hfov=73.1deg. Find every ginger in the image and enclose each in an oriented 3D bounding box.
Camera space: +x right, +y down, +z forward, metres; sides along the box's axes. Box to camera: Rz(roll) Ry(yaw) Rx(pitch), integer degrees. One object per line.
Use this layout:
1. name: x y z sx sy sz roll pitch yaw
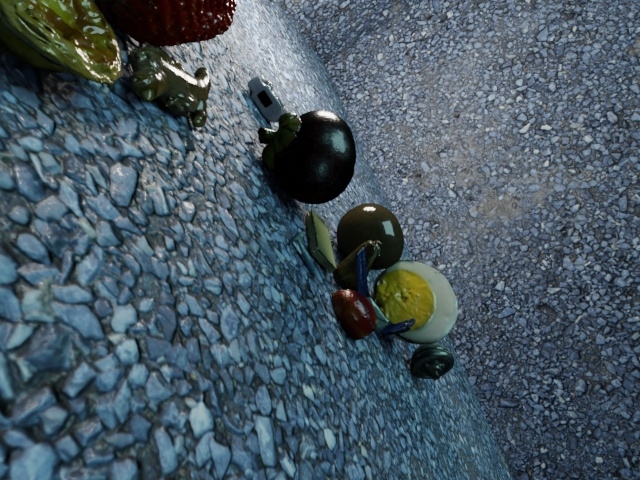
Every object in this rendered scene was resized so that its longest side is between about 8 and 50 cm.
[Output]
1. ginger: -0.322 -0.336 0.954 0.333 0.080 0.166 -32 109 -79

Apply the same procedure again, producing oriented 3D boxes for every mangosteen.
1. mangosteen: -0.034 -0.258 1.347 0.300 0.300 0.300 52 20 -29

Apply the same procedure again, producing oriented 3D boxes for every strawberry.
1. strawberry: -0.327 -0.585 0.945 0.351 0.267 0.312 -22 79 -54

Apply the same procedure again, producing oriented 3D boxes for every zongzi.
1. zongzi: 0.157 0.100 1.487 0.184 0.187 0.084 49 0 -40

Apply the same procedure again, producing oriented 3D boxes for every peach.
1. peach: 0.111 0.220 1.324 0.172 0.092 0.127 61 21 -12

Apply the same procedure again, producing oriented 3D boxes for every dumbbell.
1. dumbbell: 0.432 0.398 1.819 0.179 0.179 0.406 49 22 -36

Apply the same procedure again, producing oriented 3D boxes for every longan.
1. longan: 0.185 -0.011 1.610 0.258 0.257 0.258 52 20 -29

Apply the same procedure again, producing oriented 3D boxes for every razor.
1. razor: -0.042 0.047 1.250 0.135 0.040 0.068 66 18 -13

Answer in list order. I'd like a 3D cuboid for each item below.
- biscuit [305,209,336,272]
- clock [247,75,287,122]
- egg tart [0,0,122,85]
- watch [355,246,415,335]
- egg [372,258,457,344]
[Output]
1. biscuit: 0.000 0.000 1.415 0.121 0.040 0.200 46 23 -36
2. clock: -0.186 -0.510 1.565 0.176 0.079 0.117 55 18 -16
3. egg tart: -0.410 -0.329 0.644 0.241 0.105 0.241 54 17 -25
4. watch: 0.166 0.180 1.389 0.276 0.068 0.274 57 -15 9
5. egg: 0.346 0.255 1.659 0.201 0.336 0.337 93 -19 -63
